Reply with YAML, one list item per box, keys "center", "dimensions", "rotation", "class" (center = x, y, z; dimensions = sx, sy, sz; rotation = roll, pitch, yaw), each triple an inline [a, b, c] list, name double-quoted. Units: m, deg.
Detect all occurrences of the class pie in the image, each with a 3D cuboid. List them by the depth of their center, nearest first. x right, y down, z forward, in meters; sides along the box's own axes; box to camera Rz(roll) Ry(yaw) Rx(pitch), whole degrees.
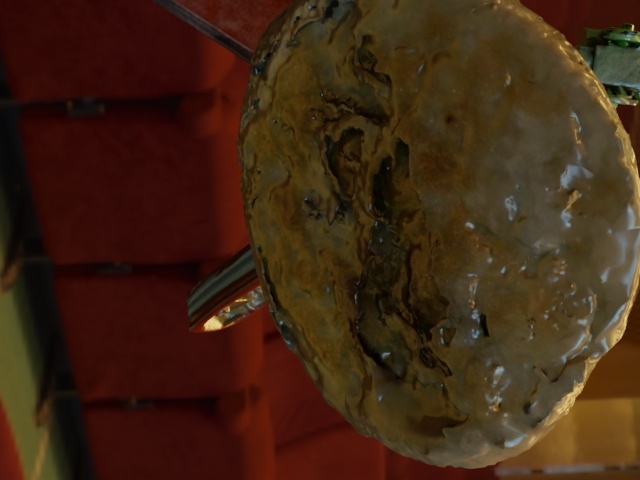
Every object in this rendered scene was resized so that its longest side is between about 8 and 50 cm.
- center: [0.052, -0.018, 0.791]
  dimensions: [0.339, 0.077, 0.339]
  rotation: [15, -69, 44]
  class: "pie"

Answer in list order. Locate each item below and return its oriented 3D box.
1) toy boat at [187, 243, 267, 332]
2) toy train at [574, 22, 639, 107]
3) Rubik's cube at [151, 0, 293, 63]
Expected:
- center: [0.000, 0.000, 1.469]
  dimensions: [0.136, 0.392, 0.079]
  rotation: [-2, 63, -62]
  class: "toy boat"
- center: [0.345, -0.147, 1.113]
  dimensions: [0.119, 0.251, 0.085]
  rotation: [-68, 165, -78]
  class: "toy train"
- center: [-0.081, -0.406, 1.116]
  dimensions: [0.316, 0.313, 0.318]
  rotation: [-44, -153, 32]
  class: "Rubik's cube"
